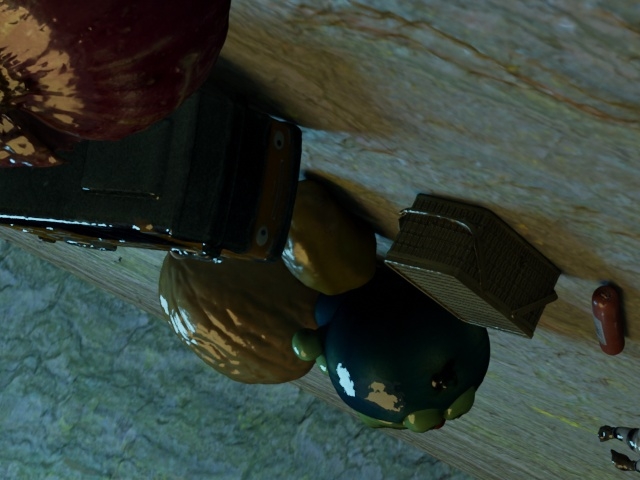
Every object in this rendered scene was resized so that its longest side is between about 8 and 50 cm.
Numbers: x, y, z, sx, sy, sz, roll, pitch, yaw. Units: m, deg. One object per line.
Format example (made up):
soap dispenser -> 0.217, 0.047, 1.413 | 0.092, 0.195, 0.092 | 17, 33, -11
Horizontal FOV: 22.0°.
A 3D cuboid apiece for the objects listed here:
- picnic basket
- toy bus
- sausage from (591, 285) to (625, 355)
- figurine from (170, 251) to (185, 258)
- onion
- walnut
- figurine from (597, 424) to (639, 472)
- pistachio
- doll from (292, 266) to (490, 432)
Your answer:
picnic basket -> 0.157, 0.027, 1.696 | 0.115, 0.079, 0.164 | 15, 163, 49
toy bus -> -0.199, -0.071, 1.689 | 0.323, 0.162, 0.194 | 5, 172, 35
sausage -> 0.306, 0.087, 1.749 | 0.029, 0.029, 0.223 | 24, 169, 18
figurine -> -0.153, -0.064, 1.895 | 0.126, 0.147, 0.192 | 36, 166, 49
onion -> -0.191, -0.199, 1.161 | 0.230, 0.272, 0.256 | -14, 151, 34
walnut -> -0.098, 0.077, 2.207 | 0.261, 0.225, 0.225 | 35, 167, -27
figurine -> 0.399, 0.200, 1.639 | 0.175, 0.197, 0.265 | 32, -172, -27
pistachio -> 0.001, 0.004, 1.893 | 0.100, 0.110, 0.189 | -12, 153, 19
doll -> 0.087, 0.122, 2.022 | 0.322, 0.198, 0.186 | 28, 139, 59
